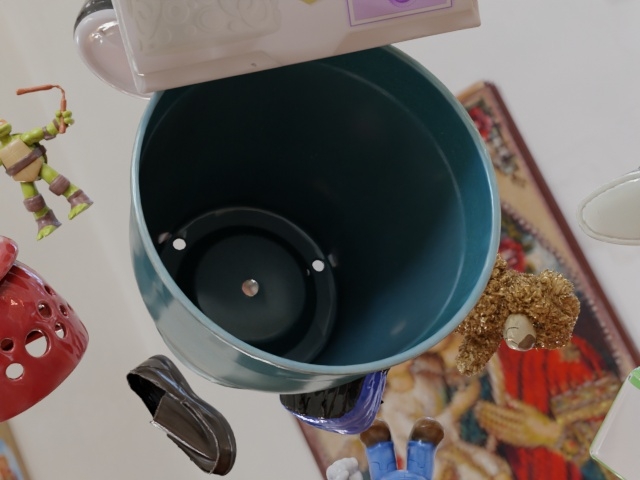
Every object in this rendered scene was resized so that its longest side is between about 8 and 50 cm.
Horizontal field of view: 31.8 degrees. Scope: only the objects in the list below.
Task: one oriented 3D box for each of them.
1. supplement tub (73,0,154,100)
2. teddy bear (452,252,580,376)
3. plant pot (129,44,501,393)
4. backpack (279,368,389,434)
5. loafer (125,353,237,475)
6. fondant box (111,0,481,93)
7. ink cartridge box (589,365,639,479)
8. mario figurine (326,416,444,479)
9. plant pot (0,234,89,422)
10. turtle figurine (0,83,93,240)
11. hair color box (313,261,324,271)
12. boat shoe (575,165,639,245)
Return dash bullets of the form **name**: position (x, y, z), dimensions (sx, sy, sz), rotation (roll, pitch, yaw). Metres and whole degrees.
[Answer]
- **supplement tub**: position (-0.224, -0.378, 1.664), dimensions (0.194, 0.316, 0.193), rotation (12, -34, 8)
- **teddy bear**: position (0.217, 0.092, 1.712), dimensions (0.113, 0.338, 0.245), rotation (-41, -22, -57)
- **plant pot**: position (-0.030, 0.006, 0.905), dimensions (0.272, 0.271, 0.255), rotation (-20, -14, -22)
- **backpack**: position (0.023, 0.127, 1.082), dimensions (0.098, 0.120, 0.101), rotation (3, -26, 30)
- **loafer**: position (-0.205, 0.255, 1.593), dimensions (0.078, 0.220, 0.080), rotation (-9, -47, -48)
- **fondant box**: position (-0.036, -0.248, 0.856), dimensions (0.238, 0.330, 0.096), rotation (-12, -52, -2)
- **ink cartridge box**: position (0.437, 0.189, 1.141), dimensions (0.273, 0.198, 0.114), rotation (-18, -45, -45)
- **mario figurine**: position (0.130, 0.378, 1.633), dimensions (0.198, 0.320, 0.170), rotation (-32, -58, 21)
- **plant pot**: position (-0.404, 0.103, 1.350), dimensions (0.191, 0.174, 0.191), rotation (-26, 26, 14)
- **turtle figurine**: position (-0.484, -0.111, 1.814), dimensions (0.270, 0.217, 0.087), rotation (-34, 10, -1)
- **hair color box**: position (0.000, 0.000, 1.221), dimensions (0.093, 0.167, 0.053), rotation (21, -50, -21)
- **boat shoe**: position (0.505, -0.073, 1.544), dimensions (0.305, 0.109, 0.091), rotation (-16, 18, 21)
